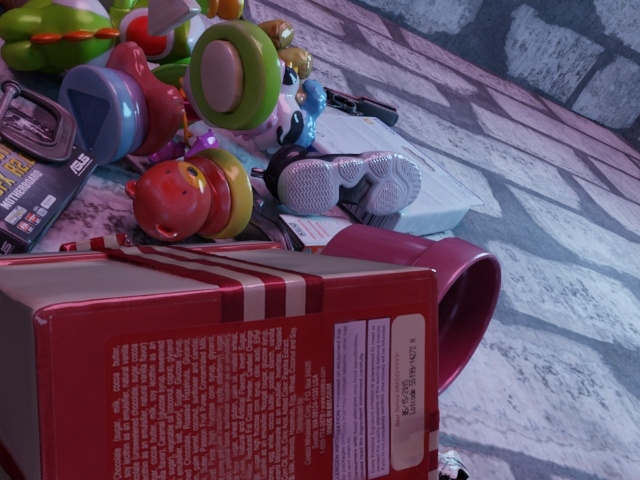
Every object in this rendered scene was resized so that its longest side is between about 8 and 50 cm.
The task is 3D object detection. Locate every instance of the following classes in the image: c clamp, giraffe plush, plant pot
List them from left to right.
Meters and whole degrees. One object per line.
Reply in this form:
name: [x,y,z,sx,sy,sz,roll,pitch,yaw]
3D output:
c clamp: [-0.344,-0.143,0.811,0.137,0.022,0.160,29,24,-22]
giraffe plush: [-0.147,-0.340,1.375,0.210,0.181,0.170,42,49,1]
plant pot: [0.093,0.072,0.873,0.180,0.201,0.201,28,22,33]

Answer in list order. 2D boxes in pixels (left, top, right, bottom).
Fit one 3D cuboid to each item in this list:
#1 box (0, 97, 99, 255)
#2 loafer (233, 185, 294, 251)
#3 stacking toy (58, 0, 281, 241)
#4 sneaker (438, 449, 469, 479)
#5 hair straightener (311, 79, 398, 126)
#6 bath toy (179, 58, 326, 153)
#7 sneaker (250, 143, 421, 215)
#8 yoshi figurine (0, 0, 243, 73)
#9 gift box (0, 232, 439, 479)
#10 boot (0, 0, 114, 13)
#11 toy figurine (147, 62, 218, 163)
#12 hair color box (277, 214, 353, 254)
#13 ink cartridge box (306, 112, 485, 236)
box: [-0.362,-0.078,0.765,0.183,0.056,0.231,34,23,-14]
loafer: [-0.091,-0.010,0.967,0.061,0.062,0.170,-17,46,-28]
stacking toy: [-0.206,-0.166,0.876,0.309,0.279,0.130,40,33,22]
sneaker: [0.129,0.247,0.762,0.083,0.032,0.037,7,35,-37]
hair straightener: [0.081,-0.323,1.672,0.231,0.047,0.089,21,28,-18]
bath toy: [-0.089,-0.229,1.090,0.151,0.129,0.348,62,15,8]
sneaker: [0.024,-0.104,1.120,0.269,0.101,0.153,-4,19,-34]
yoshi figurine: [-0.312,-0.327,1.091,0.362,0.203,0.203,-14,76,-30]
gift box: [-0.076,0.128,0.457,0.277,0.255,0.258,2,2,-35]
boot: [-0.455,-0.413,1.256,0.220,0.109,0.283,27,20,22]
toy figurine: [-0.221,-0.159,1.044,0.173,0.130,0.159,-10,53,-22]
hair color box: [0.000,0.000,1.043,0.141,0.043,0.072,1,39,-46]
ink cartridge box: [0.111,-0.131,1.352,0.324,0.071,0.330,43,28,26]
